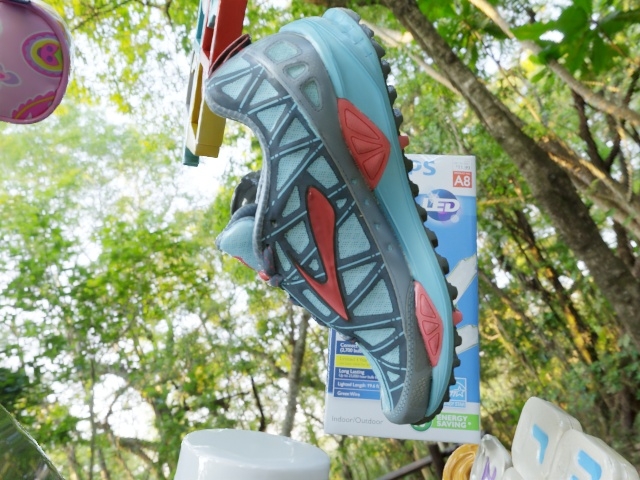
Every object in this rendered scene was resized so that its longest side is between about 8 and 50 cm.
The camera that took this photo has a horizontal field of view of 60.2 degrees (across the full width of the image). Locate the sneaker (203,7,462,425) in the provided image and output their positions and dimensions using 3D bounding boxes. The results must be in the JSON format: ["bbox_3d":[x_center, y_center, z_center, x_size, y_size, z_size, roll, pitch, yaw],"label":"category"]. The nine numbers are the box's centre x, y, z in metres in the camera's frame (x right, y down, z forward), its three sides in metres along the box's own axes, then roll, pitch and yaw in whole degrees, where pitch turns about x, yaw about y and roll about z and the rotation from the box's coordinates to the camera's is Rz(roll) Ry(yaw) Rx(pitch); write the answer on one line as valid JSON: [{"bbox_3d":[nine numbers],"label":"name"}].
[{"bbox_3d":[0.000,0.000,0.351,0.125,0.261,0.104,-18,4,-6],"label":"sneaker"}]

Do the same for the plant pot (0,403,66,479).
[{"bbox_3d":[-0.265,0.223,0.373,0.187,0.167,0.188,-50,21,-15],"label":"plant pot"}]

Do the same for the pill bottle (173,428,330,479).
[{"bbox_3d":[-0.053,0.233,0.319,0.124,0.221,0.124,9,-9,2],"label":"pill bottle"}]

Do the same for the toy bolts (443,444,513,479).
[{"bbox_3d":[0.251,0.363,0.633,0.229,0.218,0.158,-17,-54,36],"label":"toy bolts"}]

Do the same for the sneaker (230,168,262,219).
[{"bbox_3d":[0.011,-0.055,0.817,0.286,0.130,0.109,-24,-47,-40],"label":"sneaker"}]

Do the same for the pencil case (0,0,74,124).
[{"bbox_3d":[-0.331,-0.206,0.596,0.124,0.284,0.124,-9,-66,-20],"label":"pencil case"}]

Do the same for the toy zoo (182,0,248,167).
[{"bbox_3d":[-0.130,-0.225,0.662,0.030,0.192,0.293,6,-65,-21],"label":"toy zoo"}]

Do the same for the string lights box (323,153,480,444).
[{"bbox_3d":[0.077,0.051,0.526,0.134,0.259,0.077,2,-16,4],"label":"string lights box"}]

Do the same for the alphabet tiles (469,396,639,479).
[{"bbox_3d":[0.130,0.257,0.365,0.021,0.284,0.278,17,1,2],"label":"alphabet tiles"}]
